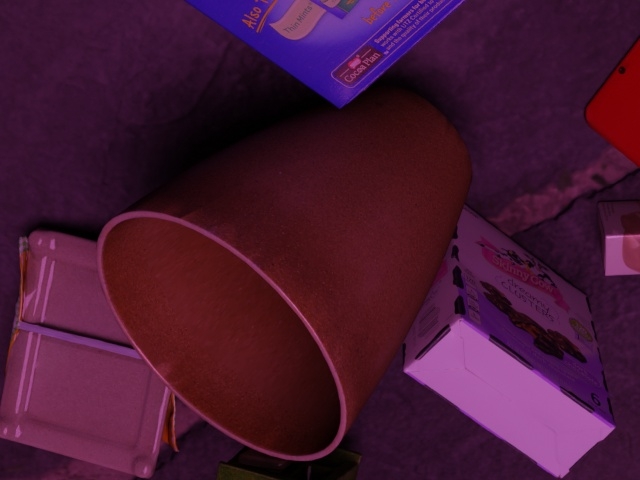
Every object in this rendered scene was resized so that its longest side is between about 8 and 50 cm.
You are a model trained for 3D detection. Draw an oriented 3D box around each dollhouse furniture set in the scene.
[{"bbox_3d":[-0.111,0.107,1.726,0.302,0.151,0.197,14,101,12],"label":"dollhouse furniture set"}]

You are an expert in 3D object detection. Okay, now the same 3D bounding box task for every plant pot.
[{"bbox_3d":[0.000,0.000,1.538,0.237,0.254,0.237,30,145,24],"label":"plant pot"}]

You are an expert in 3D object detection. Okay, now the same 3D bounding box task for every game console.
[{"bbox_3d":[0.310,-0.117,1.611,0.124,0.085,0.144,9,127,-41],"label":"game console"}]

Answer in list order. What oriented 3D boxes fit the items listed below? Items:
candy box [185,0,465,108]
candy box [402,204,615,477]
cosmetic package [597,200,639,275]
[{"bbox_3d":[-0.022,-0.282,1.418,0.317,0.122,0.268,34,135,-19],"label":"candy box"},{"bbox_3d":[0.147,0.074,1.622,0.165,0.196,0.070,35,115,-19],"label":"candy box"},{"bbox_3d":[0.290,-0.004,1.653,0.115,0.060,0.041,-3,121,1],"label":"cosmetic package"}]
